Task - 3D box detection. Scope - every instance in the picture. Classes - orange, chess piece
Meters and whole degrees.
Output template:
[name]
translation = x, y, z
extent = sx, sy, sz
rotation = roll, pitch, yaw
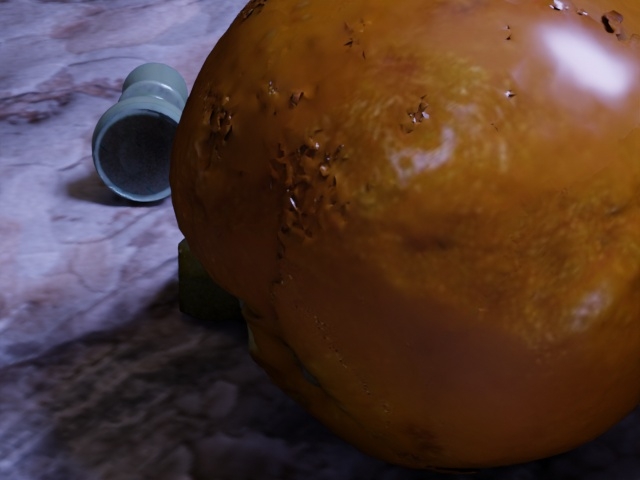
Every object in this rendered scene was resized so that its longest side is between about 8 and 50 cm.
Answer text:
[orange]
translation = 0.058, -0.018, 0.791
extent = 0.240, 0.240, 0.240
rotation = 1, 27, -1
[chess piece]
translation = -0.097, -0.074, 1.087
extent = 0.059, 0.059, 0.149
rotation = 2, 22, 0

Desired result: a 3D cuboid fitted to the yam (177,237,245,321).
[yam]
translation = 0.000, 0.000, 0.929
extent = 0.146, 0.069, 0.070
rotation = -7, 29, -20
